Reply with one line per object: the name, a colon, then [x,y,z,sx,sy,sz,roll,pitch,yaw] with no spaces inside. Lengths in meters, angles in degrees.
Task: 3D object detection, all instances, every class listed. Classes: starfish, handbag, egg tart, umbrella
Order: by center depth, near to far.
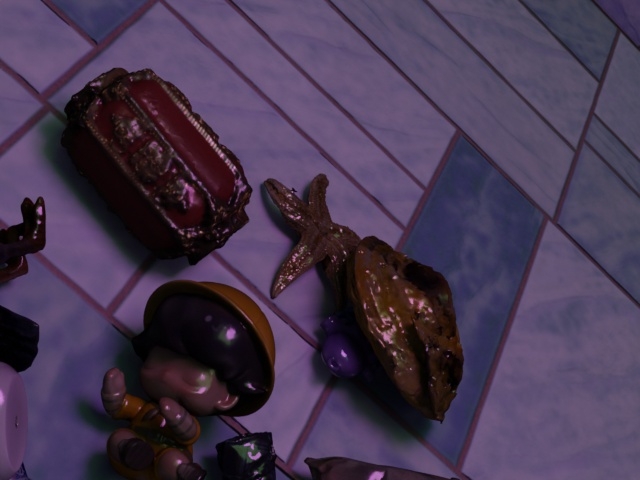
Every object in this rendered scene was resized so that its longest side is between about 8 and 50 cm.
umbrella: [-0.073,0.346,1.273,0.080,0.071,0.224,-3,71,-31]
handbag: [0.105,0.374,1.374,0.270,0.117,0.182,17,38,-33]
egg tart: [0.144,0.121,1.525,0.297,0.132,0.297,58,18,-30]
starfish: [0.000,0.000,1.603,0.236,0.062,0.277,41,38,-20]

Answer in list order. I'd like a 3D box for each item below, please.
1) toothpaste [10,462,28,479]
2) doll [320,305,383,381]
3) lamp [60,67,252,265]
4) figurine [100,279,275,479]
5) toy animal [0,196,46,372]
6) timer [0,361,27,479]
toothpaste: [-0.342,0.229,1.141,0.045,0.028,0.170,-2,65,-49]
doll: [0.054,0.148,1.530,0.110,0.067,0.206,48,29,6]
lamp: [-0.215,-0.099,1.389,0.274,0.177,0.177,49,41,-1]
figurine: [-0.158,0.170,1.251,0.192,0.167,0.257,24,68,14]
toy animal: [-0.402,0.016,1.170,0.185,0.122,0.298,3,54,-46]
timer: [-0.370,0.189,1.083,0.136,0.099,0.136,1,80,-3]
